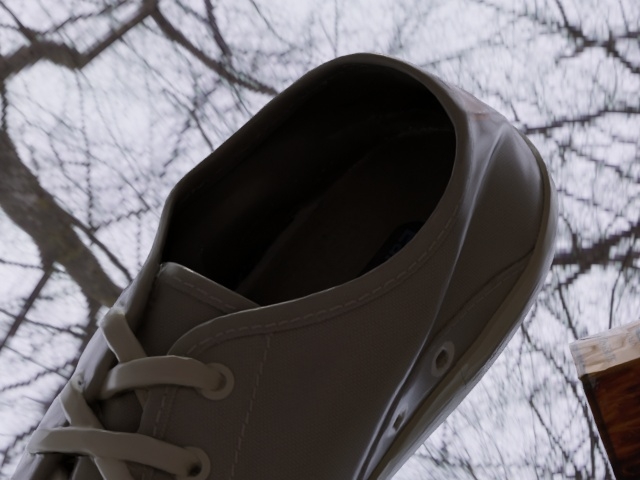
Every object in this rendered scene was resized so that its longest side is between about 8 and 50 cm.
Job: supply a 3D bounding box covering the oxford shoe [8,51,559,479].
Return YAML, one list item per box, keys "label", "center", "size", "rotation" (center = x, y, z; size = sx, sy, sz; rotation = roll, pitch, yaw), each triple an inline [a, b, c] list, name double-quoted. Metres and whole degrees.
- label: "oxford shoe"
  center: [-0.063, 0.100, 0.612]
  size: [0.169, 0.130, 0.449]
  rotation: [22, -112, 37]

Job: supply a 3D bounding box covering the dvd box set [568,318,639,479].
- label: "dvd box set"
  center: [0.359, 0.120, 0.698]
  size: [0.420, 0.062, 0.308]
  rotation: [-19, -78, 8]
